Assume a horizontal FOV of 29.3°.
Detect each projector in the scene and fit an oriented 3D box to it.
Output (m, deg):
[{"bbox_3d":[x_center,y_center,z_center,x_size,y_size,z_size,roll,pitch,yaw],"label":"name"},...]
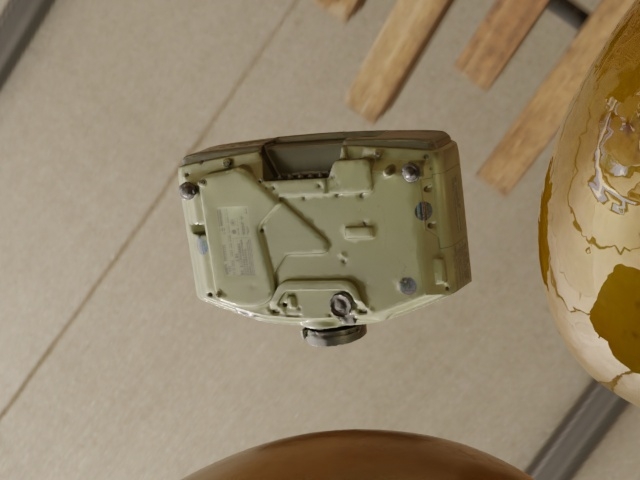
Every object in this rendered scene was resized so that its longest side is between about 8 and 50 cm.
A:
[{"bbox_3d":[0.000,0.000,1.145,0.088,0.270,0.193,-32,-63,-62],"label":"projector"}]

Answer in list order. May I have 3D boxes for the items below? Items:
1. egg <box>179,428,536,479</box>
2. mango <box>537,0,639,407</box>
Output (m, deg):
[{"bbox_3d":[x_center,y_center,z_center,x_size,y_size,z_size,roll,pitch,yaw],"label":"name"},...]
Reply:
[{"bbox_3d":[-0.008,0.259,0.634,0.301,0.374,0.301,30,-155,-16],"label":"egg"},{"bbox_3d":[0.301,-0.089,0.668,0.232,0.445,0.300,38,-177,40],"label":"mango"}]
